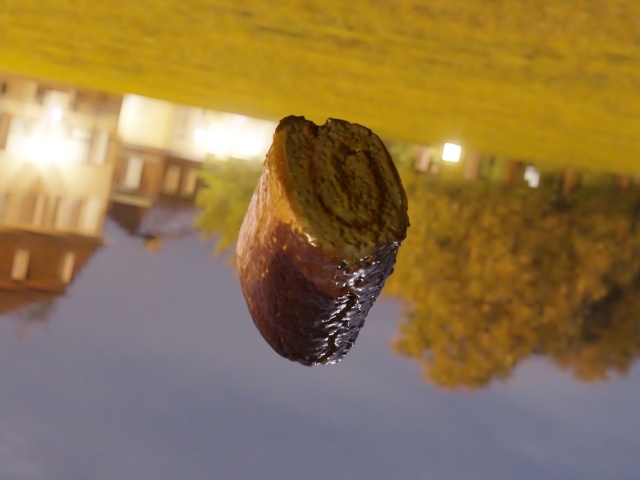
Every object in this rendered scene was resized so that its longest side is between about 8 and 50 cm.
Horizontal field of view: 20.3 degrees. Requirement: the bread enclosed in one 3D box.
[{"bbox_3d":[0.000,0.000,1.339,0.103,0.132,0.172,-6,149,-19],"label":"bread"}]
